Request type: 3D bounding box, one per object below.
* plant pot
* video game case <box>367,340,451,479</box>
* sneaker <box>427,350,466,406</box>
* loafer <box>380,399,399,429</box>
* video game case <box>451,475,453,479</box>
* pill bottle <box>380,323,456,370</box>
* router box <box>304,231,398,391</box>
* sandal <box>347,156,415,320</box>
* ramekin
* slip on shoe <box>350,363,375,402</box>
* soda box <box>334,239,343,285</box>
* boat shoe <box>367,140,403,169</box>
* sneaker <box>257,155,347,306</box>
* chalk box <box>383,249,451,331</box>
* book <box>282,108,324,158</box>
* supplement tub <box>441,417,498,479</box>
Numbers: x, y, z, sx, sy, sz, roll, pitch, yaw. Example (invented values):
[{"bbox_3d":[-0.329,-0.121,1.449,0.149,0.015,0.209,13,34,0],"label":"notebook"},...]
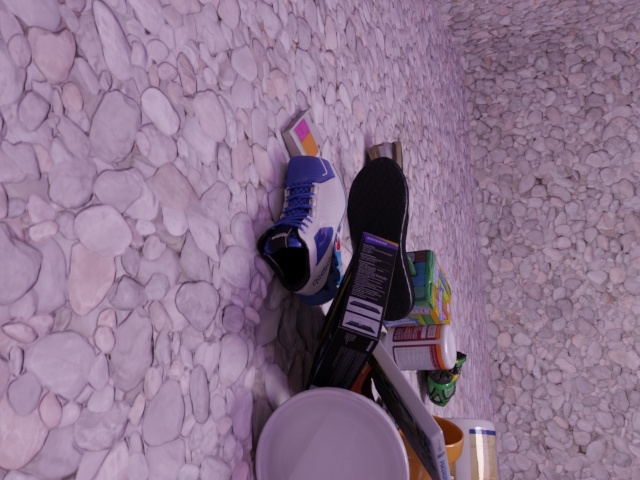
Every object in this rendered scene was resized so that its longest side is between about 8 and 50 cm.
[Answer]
[{"bbox_3d":[0.291,0.620,1.630,0.205,0.205,0.188,-10,107,-65],"label":"plant pot"},{"bbox_3d":[0.196,0.390,1.352,0.329,0.036,0.300,55,-11,45],"label":"video game case"},{"bbox_3d":[0.441,0.483,2.088,0.343,0.134,0.146,-23,124,-66],"label":"sneaker"},{"bbox_3d":[0.154,0.500,1.508,0.267,0.084,0.096,-32,144,-60],"label":"loafer"},{"bbox_3d":[0.323,0.840,1.710,0.204,0.025,0.285,23,59,-31],"label":"video game case"},{"bbox_3d":[0.249,0.294,1.573,0.121,0.221,0.121,30,56,-60],"label":"pill bottle"},{"bbox_3d":[0.057,0.174,1.169,0.309,0.081,0.243,110,-1,-47],"label":"router box"},{"bbox_3d":[0.173,-0.005,1.579,0.107,0.167,0.446,-27,114,-66],"label":"sandal"},{"bbox_3d":[0.028,0.394,1.036,0.127,0.272,0.273,21,63,-76],"label":"ramekin"},{"bbox_3d":[0.089,0.440,1.333,0.123,0.101,0.331,10,76,-66],"label":"slip on shoe"},{"bbox_3d":[0.000,0.000,1.295,0.067,0.071,0.210,0,83,-65],"label":"soda box"},{"bbox_3d":[0.195,-0.154,1.728,0.113,0.103,0.302,61,29,-63],"label":"boat shoe"},{"bbox_3d":[-0.035,-0.030,1.163,0.182,0.127,0.316,22,65,-65],"label":"sneaker"},{"bbox_3d":[0.263,0.150,1.700,0.289,0.180,0.179,53,37,-45],"label":"chalk box"},{"bbox_3d":[-0.038,-0.235,1.330,0.096,0.035,0.144,67,28,-24],"label":"book"},{"bbox_3d":[0.477,0.766,1.927,0.228,0.228,0.316,39,49,-56],"label":"supplement tub"}]
